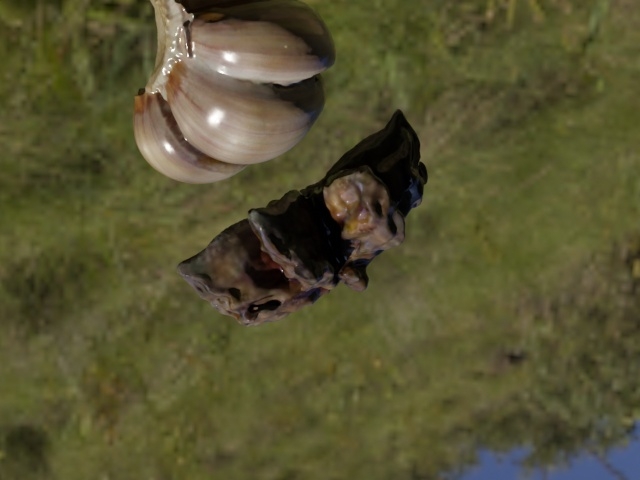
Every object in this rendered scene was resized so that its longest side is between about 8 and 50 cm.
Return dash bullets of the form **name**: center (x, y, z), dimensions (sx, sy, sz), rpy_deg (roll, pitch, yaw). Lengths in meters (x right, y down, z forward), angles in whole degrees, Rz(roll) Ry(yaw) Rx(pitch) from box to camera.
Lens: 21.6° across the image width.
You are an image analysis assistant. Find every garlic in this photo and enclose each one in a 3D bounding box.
- **garlic**: center (-0.079, -0.143, 1.604), dimensions (0.191, 0.214, 0.160), rpy_deg (5, -161, -26)

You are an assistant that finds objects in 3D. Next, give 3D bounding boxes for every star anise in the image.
- **star anise**: center (0.000, 0.000, 1.380), dimensions (0.223, 0.109, 0.236), rpy_deg (-32, 176, -1)
